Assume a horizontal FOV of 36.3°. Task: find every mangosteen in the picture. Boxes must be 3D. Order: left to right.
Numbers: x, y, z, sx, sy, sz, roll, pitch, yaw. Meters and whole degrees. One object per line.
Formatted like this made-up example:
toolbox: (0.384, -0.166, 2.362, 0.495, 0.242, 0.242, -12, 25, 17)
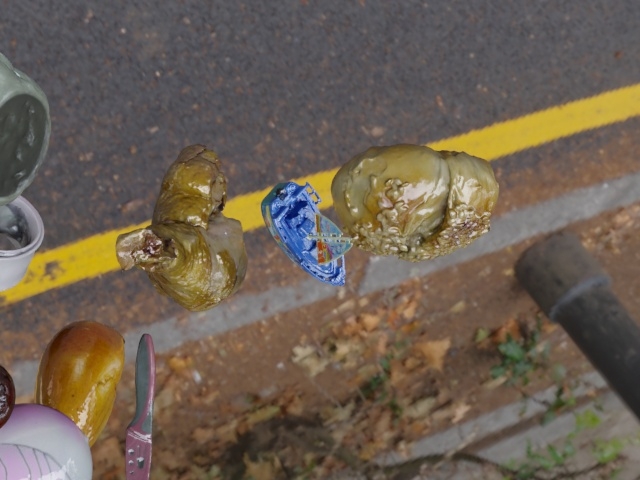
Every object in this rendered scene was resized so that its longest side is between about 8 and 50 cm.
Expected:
mangosteen: (-0.340, 0.152, 0.951, 0.080, 0.081, 0.081, -21, 144, -16)

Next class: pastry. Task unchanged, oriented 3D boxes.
pastry: (0.176, -0.054, 1.787, 0.315, 0.184, 0.284, 8, 160, -29)

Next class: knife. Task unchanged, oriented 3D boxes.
knife: (-0.238, 0.245, 1.284, 0.035, 0.248, 0.018, 2, 164, -4)

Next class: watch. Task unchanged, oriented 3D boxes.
watch: (-0.645, -0.039, 1.844, 0.231, 0.244, 0.196, 10, 132, -30)

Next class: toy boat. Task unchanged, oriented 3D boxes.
toy boat: (0.000, 0.000, 1.335, 0.091, 0.110, 0.175, -50, 125, -29)

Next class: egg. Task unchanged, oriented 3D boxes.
egg: (-0.441, 0.329, 1.310, 0.271, 0.196, 0.196, -18, 144, -29)

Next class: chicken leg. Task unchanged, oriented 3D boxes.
chicken leg: (-0.239, -0.024, 1.644, 0.409, 0.181, 0.295, 11, 87, -75)

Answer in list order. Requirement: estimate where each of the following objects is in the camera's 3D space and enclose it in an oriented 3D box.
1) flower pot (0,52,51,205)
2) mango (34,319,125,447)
flower pot: (-0.510, -0.162, 1.374, 0.246, 0.195, 0.246, 19, 90, -77)
mango: (-0.415, 0.256, 1.646, 0.137, 0.257, 0.187, 15, 112, -10)
